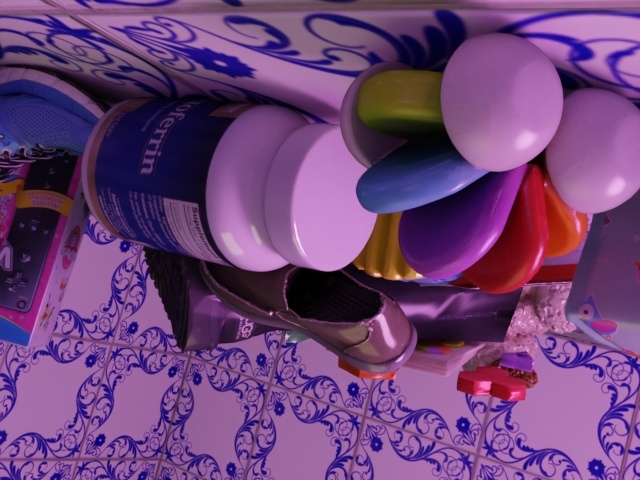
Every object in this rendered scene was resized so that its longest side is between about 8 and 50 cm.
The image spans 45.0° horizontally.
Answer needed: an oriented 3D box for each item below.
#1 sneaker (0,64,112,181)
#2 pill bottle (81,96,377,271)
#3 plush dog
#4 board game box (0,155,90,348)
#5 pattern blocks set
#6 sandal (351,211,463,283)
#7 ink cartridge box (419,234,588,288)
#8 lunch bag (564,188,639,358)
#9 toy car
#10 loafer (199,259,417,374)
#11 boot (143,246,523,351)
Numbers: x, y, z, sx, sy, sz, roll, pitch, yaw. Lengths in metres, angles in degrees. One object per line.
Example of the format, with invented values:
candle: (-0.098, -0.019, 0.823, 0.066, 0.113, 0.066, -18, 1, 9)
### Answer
sneaker: (-0.347, -0.114, 0.862, 0.330, 0.147, 0.130, 13, 174, 18)
pill bottle: (-0.086, -0.054, 0.726, 0.264, 0.153, 0.153, 11, 173, 36)
plush dog: (0.308, 0.155, 1.320, 0.210, 0.225, 0.262, 15, 174, 3)
board game box: (-0.419, -0.038, 0.981, 0.224, 0.303, 0.097, 15, 174, -4)
pattern blocks set: (0.117, 0.138, 1.030, 0.325, 0.026, 0.285, 7, -172, 17)
sandal: (0.057, -0.028, 0.831, 0.138, 0.126, 0.317, 16, -176, -40)
ink cartridge box: (0.217, 0.020, 0.823, 0.189, 0.066, 0.232, -3, 174, -4)
lunch bag: (0.340, 0.047, 0.575, 0.223, 0.160, 0.262, 9, 166, 41)
toy car: (0.096, -0.038, 0.483, 0.182, 0.136, 0.159, 19, 174, -30)
loafer: (-0.020, 0.041, 0.762, 0.251, 0.094, 0.087, 21, 151, 27)
boot: (0.001, 0.002, 1.047, 0.445, 0.146, 0.367, -2, -141, -23)
